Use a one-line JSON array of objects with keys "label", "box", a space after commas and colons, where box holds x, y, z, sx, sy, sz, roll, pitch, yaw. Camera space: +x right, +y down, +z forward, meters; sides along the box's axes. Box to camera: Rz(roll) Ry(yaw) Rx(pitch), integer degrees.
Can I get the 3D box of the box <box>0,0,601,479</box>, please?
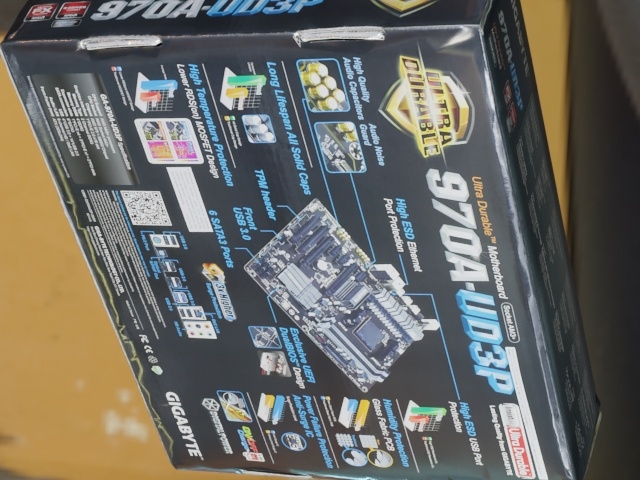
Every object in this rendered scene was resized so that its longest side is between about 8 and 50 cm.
[{"label": "box", "box": [0.000, 0.000, 0.673, 0.051, 0.175, 0.220, -66, -32, -45]}]
